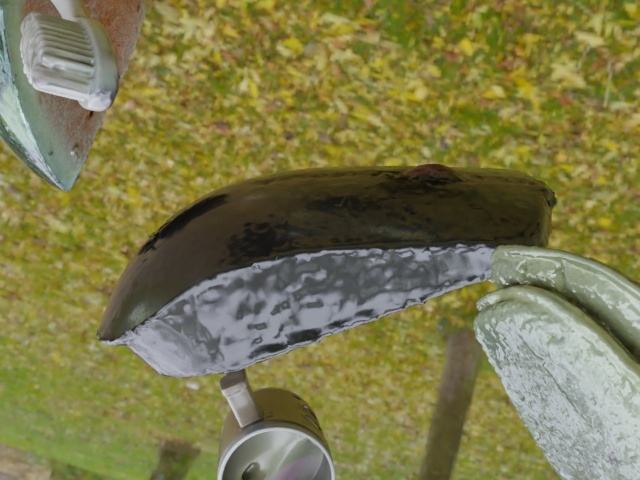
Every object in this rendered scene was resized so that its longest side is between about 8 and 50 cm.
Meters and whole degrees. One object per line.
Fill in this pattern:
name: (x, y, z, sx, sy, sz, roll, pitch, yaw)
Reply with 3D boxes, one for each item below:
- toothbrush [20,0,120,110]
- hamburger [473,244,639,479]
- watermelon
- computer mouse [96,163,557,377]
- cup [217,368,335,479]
toothbrush: (-0.132, -0.135, 0.447, 0.029, 0.307, 0.025, 11, 119, -29)
hamburger: (0.110, 0.052, 0.377, 0.121, 0.054, 0.084, 55, 165, -3)
watermelon: (-0.251, -0.197, 0.922, 0.201, 0.262, 0.213, -25, 143, -10)
computer mouse: (-0.002, -0.005, 0.614, 0.295, 0.168, 0.087, -18, 106, 7)
cup: (-0.043, 0.134, 0.656, 0.102, 0.074, 0.099, 40, -178, -9)
